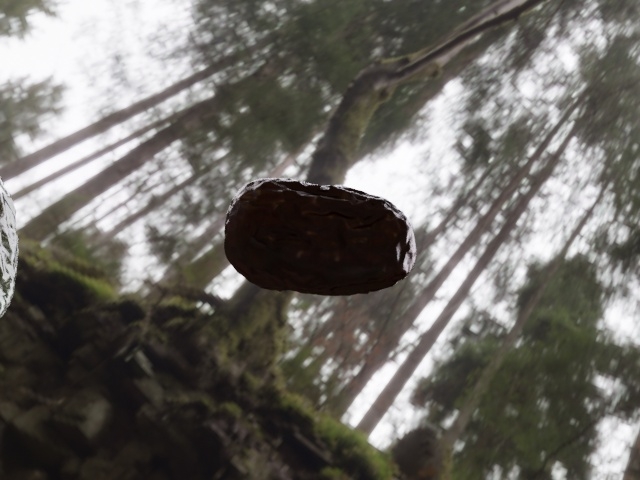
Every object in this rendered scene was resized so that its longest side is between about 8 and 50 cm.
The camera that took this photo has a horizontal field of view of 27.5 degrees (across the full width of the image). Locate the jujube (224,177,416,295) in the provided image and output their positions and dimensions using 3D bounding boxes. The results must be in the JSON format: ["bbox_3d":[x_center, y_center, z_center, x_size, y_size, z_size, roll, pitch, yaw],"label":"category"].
[{"bbox_3d":[0.000,0.000,0.872,0.129,0.077,0.077,9,-68,6],"label":"jujube"}]

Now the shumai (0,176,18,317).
[{"bbox_3d":[-0.239,0.001,0.602,0.142,0.184,0.184,-28,-83,20],"label":"shumai"}]
